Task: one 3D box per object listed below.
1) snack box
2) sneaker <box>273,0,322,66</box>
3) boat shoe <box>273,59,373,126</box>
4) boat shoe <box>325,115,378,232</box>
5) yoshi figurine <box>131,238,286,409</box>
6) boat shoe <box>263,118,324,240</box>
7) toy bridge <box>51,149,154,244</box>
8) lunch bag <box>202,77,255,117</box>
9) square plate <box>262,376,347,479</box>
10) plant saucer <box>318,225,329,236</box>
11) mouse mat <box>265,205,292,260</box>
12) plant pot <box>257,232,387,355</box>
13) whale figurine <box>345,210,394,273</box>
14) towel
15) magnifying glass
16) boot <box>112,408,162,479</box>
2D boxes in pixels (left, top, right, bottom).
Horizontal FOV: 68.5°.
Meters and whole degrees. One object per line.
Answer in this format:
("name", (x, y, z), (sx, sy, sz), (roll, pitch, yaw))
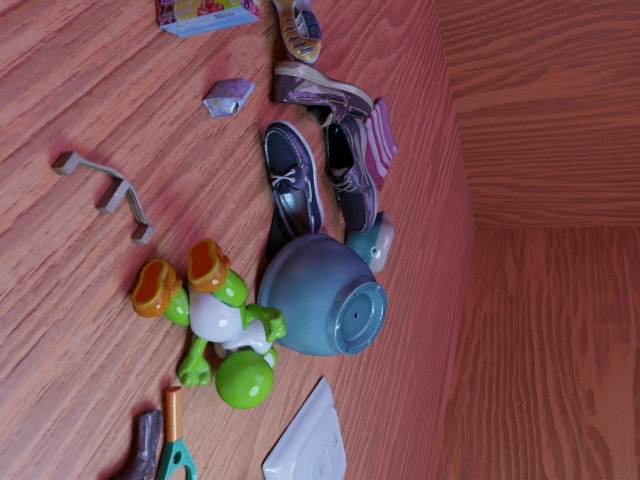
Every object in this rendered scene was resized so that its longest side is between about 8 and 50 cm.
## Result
("snack box", (-0.194, -0.471, 0.794), (0.070, 0.175, 0.207), (-7, 96, -65))
("sneaker", (-0.068, -0.564, 1.140), (0.131, 0.112, 0.296), (142, -60, -88))
("boat shoe", (0.010, -0.356, 1.226), (0.342, 0.123, 0.123), (5, 96, -51))
("boat shoe", (0.072, -0.192, 1.380), (0.130, 0.132, 0.355), (-14, 94, -52))
("yoshi figurine", (-0.169, 0.182, 0.850), (0.203, 0.204, 0.362), (-54, 141, -25))
("boat shoe", (-0.065, -0.129, 1.101), (0.302, 0.114, 0.091), (67, 32, -28))
("toy bridge", (-0.316, -0.069, 0.720), (0.188, 0.026, 0.063), (57, 41, -47))
("lunch bag", (-0.176, -0.281, 0.926), (0.053, 0.083, 0.071), (60, 39, -43))
("square plate", (-0.016, 0.612, 1.270), (0.344, 0.049, 0.347), (-42, 126, -54))
("plant saucer", (0.000, 0.000, 1.335), (0.083, 0.015, 0.083), (0, 90, -63))
("mouse mat", (-0.082, -0.023, 1.190), (0.152, 0.007, 0.189), (40, 55, -56))
("plant pot", (0.029, 0.147, 1.093), (0.293, 0.196, 0.293), (-19, 118, -40))
("whale figurine", (0.156, 0.002, 1.539), (0.272, 0.141, 0.216), (-65, 170, -77))
("towel", (0.205, -0.339, 1.706), (0.329, 0.037, 0.237), (-63, 141, -41))
("magnifying glass", (-0.256, 0.373, 0.829), (0.092, 0.026, 0.230), (-11, 101, -63))
("boot", (-0.294, 0.330, 0.751), (0.106, 0.037, 0.114), (33, 63, -73))
